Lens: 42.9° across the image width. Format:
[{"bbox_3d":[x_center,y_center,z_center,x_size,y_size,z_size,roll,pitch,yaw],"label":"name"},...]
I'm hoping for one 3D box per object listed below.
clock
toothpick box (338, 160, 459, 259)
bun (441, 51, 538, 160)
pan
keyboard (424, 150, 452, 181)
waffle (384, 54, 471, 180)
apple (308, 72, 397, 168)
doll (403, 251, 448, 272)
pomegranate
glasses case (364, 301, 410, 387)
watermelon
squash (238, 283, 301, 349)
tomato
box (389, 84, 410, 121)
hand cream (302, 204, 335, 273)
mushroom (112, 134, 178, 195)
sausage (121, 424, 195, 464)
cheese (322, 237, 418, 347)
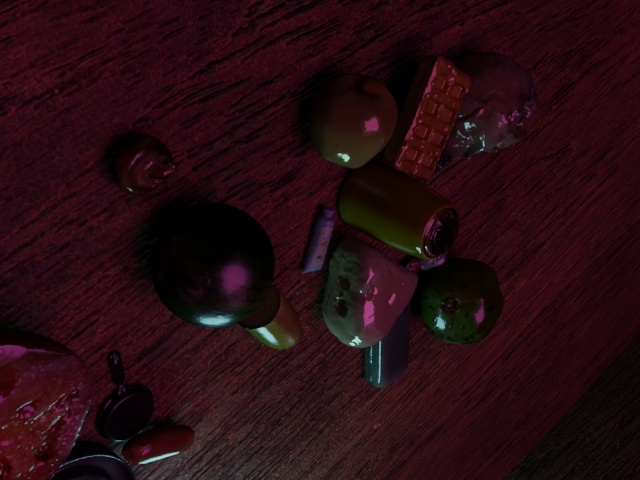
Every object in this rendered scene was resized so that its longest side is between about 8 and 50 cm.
[{"bbox_3d":[-0.532,0.562,1.675,0.318,0.066,0.319,-27,132,-35],"label":"clock"},{"bbox_3d":[0.189,-0.065,1.900,0.175,0.271,0.175,-26,131,-35],"label":"toothpick box"},{"bbox_3d":[0.428,-0.335,2.030,0.281,0.204,0.282,-17,112,-48],"label":"bun"},{"bbox_3d":[-0.408,0.326,1.689,0.136,0.028,0.235,-29,132,-34],"label":"pan"},{"bbox_3d":[0.346,-0.247,2.157,0.230,0.025,0.094,-39,135,-24],"label":"keyboard"},{"bbox_3d":[0.247,-0.283,1.886,0.168,0.057,0.274,11,104,-52],"label":"waffle"},{"bbox_3d":[0.066,-0.255,1.720,0.200,0.200,0.200,-27,131,-35],"label":"apple"},{"bbox_3d":[0.286,0.055,2.249,0.180,0.079,0.094,-34,152,-11],"label":"doll"},{"bbox_3d":[0.405,0.170,2.330,0.270,0.254,0.254,-6,118,-59],"label":"pomegranate"},{"bbox_3d":[0.186,0.263,2.267,0.131,0.074,0.323,-29,133,-35],"label":"glasses case"},{"bbox_3d":[-0.204,0.048,1.572,0.242,0.242,0.242,-27,131,-35],"label":"watermelon"},{"bbox_3d":[-0.104,0.189,1.867,0.123,0.123,0.187,-50,140,-12],"label":"squash"},{"bbox_3d":[-0.570,0.283,1.393,0.338,0.143,0.339,-22,127,-32],"label":"tomato"},{"bbox_3d":[0.202,-0.298,1.928,0.084,0.069,0.122,-26,131,-37],"label":"box"},{"bbox_3d":[0.000,0.000,1.919,0.065,0.043,0.171,-9,122,-45],"label":"hand cream"},{"bbox_3d":[-0.316,-0.136,1.453,0.109,0.085,0.126,-26,155,4],"label":"mushroom"},{"bbox_3d":[-0.351,0.442,1.776,0.194,0.077,0.077,1,113,-59],"label":"sausage"},{"bbox_3d":[0.095,0.128,2.000,0.248,0.173,0.251,-61,144,-12],"label":"cheese"}]
